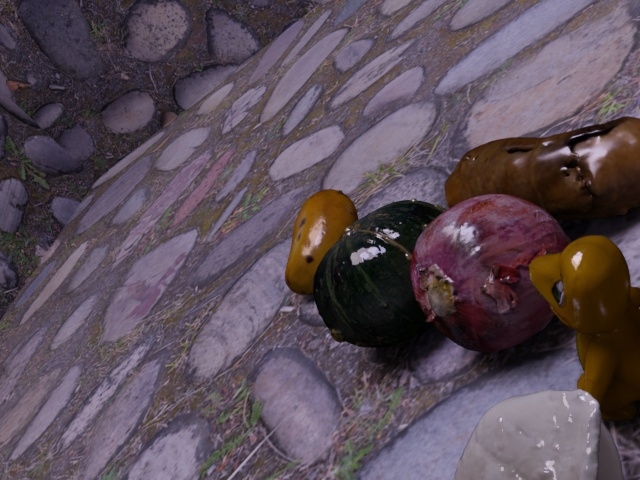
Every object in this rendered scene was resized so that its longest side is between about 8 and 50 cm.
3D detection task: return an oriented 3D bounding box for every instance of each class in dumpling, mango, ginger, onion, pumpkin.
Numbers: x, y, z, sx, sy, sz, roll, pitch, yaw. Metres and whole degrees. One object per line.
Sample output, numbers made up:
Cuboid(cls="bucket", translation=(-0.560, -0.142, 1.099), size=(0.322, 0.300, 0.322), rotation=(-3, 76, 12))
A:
Cuboid(cls="dumpling", translation=(0.163, 0.195, 0.674), size=(0.176, 0.092, 0.150), rotation=(-35, 37, 35))
Cuboid(cls="mango", translation=(0.002, -0.002, 1.346), size=(0.115, 0.090, 0.178), rotation=(-42, 21, 42))
Cuboid(cls="ginger", translation=(0.243, -0.067, 0.985), size=(0.133, 0.107, 0.309), rotation=(-15, 4, -44))
Cuboid(cls="onion", translation=(0.187, 0.024, 0.909), size=(0.195, 0.159, 0.159), rotation=(-21, 7, -33))
Cuboid(cls="pumpkin", translation=(0.079, 0.039, 1.043), size=(0.190, 0.146, 0.190), rotation=(-28, 2, 1))

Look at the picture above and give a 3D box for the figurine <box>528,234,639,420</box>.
Cuboid(cls="figurine", translation=(0.237, 0.066, 0.686), size=(0.122, 0.176, 0.121), rotation=(3, 51, 47))
